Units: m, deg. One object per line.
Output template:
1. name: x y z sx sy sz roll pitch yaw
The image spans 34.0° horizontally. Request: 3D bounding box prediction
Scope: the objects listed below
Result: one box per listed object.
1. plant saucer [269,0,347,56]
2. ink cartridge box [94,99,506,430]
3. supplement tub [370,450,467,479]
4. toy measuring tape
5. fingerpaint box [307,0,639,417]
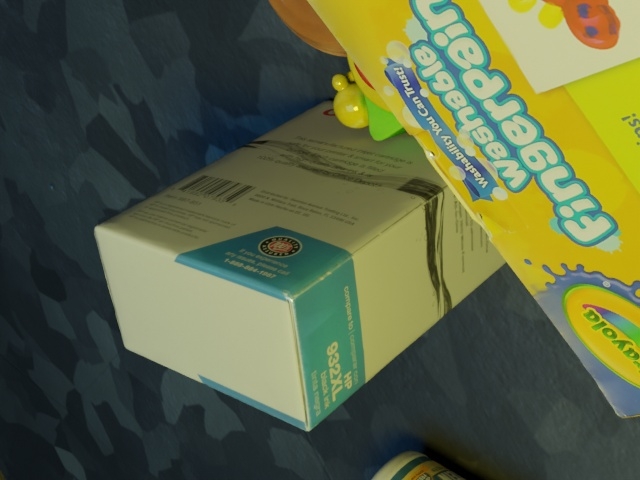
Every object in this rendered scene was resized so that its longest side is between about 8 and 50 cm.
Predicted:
1. plant saucer: 0.005 -0.261 0.949 0.200 0.037 0.200 23 128 33
2. ink cartridge box: 0.000 0.000 0.909 0.223 0.307 0.129 16 127 38
3. supplement tub: 0.141 0.327 1.095 0.199 0.144 0.144 26 130 32
4. toy measuring tape: 0.122 -0.190 0.833 0.330 0.121 0.121 -31 91 39
5. fingerpaint box: 0.237 -0.128 0.619 0.371 0.163 0.445 -23 112 46
